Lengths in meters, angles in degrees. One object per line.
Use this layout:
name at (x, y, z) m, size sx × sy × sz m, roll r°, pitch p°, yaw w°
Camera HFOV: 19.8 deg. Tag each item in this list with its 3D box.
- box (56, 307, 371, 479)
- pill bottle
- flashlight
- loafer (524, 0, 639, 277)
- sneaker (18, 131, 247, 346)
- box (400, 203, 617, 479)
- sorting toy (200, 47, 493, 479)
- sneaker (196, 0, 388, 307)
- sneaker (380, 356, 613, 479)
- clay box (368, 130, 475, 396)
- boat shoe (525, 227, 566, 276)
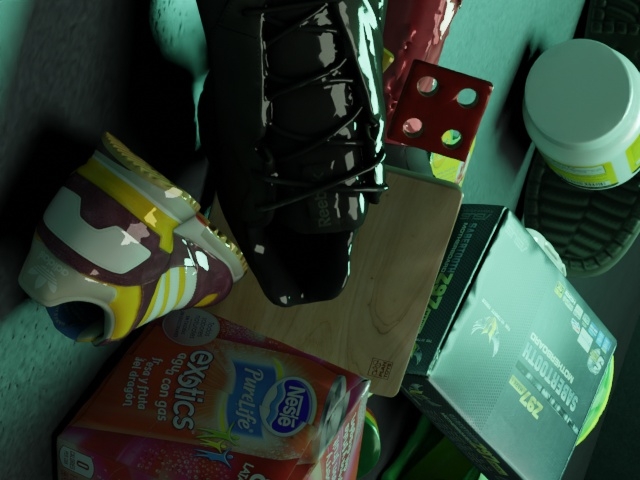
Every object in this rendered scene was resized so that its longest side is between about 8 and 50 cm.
box at (-0.063, 0.175, 1.028) m, size 0.257 × 0.128 × 0.122 m, roll 97°, pitch 20°, yaw -43°
pill bottle at (0.258, -0.122, 1.762) m, size 0.208 × 0.119 × 0.119 m, roll 32°, pitch 79°, yaw -75°
flashlight at (0.064, -0.129, 1.113) m, size 0.103 × 0.103 × 0.304 m, roll -36°, pitch 144°, yaw -65°
loafer at (0.321, -0.135, 1.933) m, size 0.130 × 0.134 × 0.366 m, roll -20°, pitch 129°, yaw -70°
sneaker at (-0.092, 0.011, 0.853) m, size 0.084 × 0.069 × 0.185 m, roll -50°, pitch 163°, yaw -5°
box at (0.169, 0.105, 1.667) m, size 0.232 × 0.059 × 0.183 m, roll 47°, pitch 61°, yaw -37°
sorting toy at (0.000, 0.000, 1.036) m, size 0.046 × 0.132 × 0.274 m, roll -95°, pitch -160°, yaw -67°
sneaker at (-0.006, -0.077, 0.849) m, size 0.286 × 0.109 × 0.130 m, roll 85°, pitch -6°, yaw -55°
sneaker at (0.176, 0.179, 1.788) m, size 0.295 × 0.109 × 0.123 m, roll -44°, pitch 148°, yaw -11°
clay box at (0.052, 0.002, 1.341) m, size 0.127 × 0.053 × 0.222 m, roll -23°, pitch 131°, yaw -69°
boat shoe at (0.217, 0.037, 1.885) m, size 0.258 × 0.095 × 0.084 m, roll 66°, pitch 24°, yaw -81°
